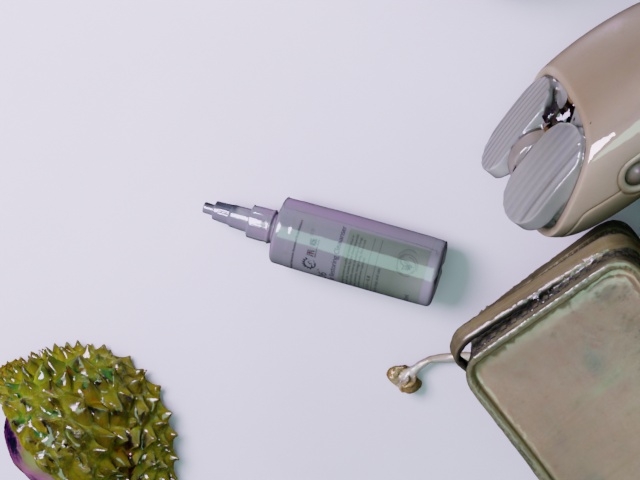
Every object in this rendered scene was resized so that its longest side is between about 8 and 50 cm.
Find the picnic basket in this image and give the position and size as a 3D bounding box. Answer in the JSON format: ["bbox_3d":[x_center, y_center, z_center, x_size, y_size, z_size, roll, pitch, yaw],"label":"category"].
[{"bbox_3d":[0.235,0.128,1.440,0.165,0.139,0.267,-37,97,14],"label":"picnic basket"}]

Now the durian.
[{"bbox_3d":[-0.191,0.155,1.550,0.119,0.108,0.187,-41,89,13],"label":"durian"}]

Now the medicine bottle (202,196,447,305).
[{"bbox_3d":[0.000,0.000,1.522,0.199,0.057,0.058,17,100,7],"label":"medicine bottle"}]

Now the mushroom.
[{"bbox_3d":[0.195,0.101,1.524,0.286,0.026,0.028,-4,113,8],"label":"mushroom"}]

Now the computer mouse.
[{"bbox_3d":[0.228,-0.102,1.427,0.236,0.145,0.082,-35,127,14],"label":"computer mouse"}]
